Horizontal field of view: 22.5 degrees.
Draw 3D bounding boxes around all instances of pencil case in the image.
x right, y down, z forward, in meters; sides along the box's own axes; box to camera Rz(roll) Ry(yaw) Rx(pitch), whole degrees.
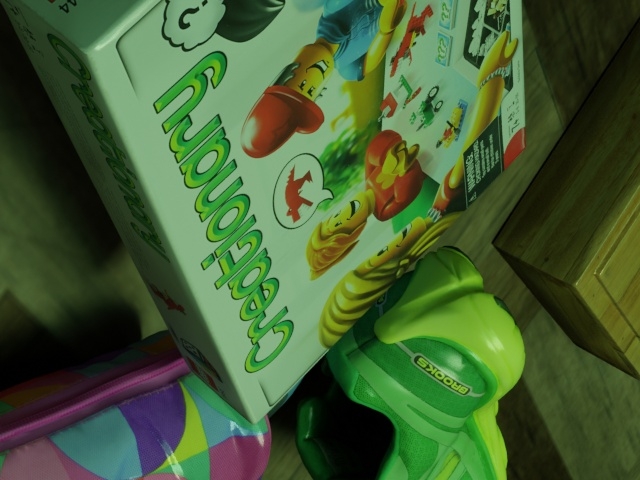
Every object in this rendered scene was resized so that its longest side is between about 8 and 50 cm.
[{"bbox_3d":[-0.130,0.111,0.717,0.236,0.104,0.104,-19,129,-48],"label":"pencil case"}]

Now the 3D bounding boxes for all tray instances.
[{"bbox_3d":[0.290,-0.114,1.131,0.411,0.076,0.203,-57,147,-7],"label":"tray"}]

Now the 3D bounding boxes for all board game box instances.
[{"bbox_3d":[-0.001,-0.063,0.630,0.193,0.053,0.305,-45,155,-15],"label":"board game box"}]

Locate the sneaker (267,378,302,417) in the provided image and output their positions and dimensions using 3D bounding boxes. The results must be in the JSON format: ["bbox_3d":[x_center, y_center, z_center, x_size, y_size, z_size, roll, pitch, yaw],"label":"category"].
[{"bbox_3d":[0.000,0.000,0.830,0.082,0.069,0.209,-6,119,-51],"label":"sneaker"}]

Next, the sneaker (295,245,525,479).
[{"bbox_3d":[0.042,0.106,0.939,0.123,0.109,0.295,-24,149,-11],"label":"sneaker"}]
